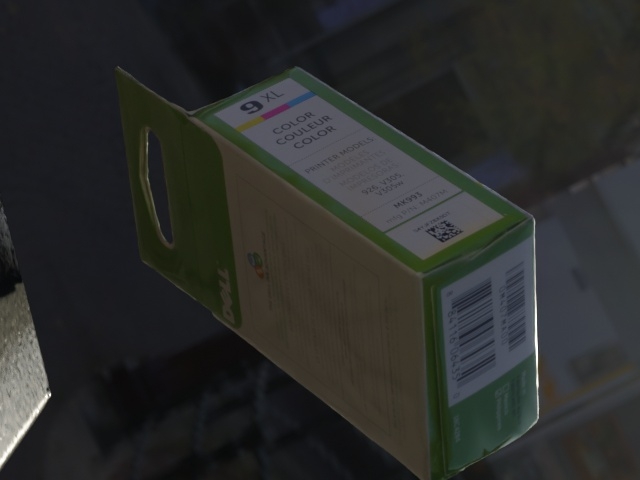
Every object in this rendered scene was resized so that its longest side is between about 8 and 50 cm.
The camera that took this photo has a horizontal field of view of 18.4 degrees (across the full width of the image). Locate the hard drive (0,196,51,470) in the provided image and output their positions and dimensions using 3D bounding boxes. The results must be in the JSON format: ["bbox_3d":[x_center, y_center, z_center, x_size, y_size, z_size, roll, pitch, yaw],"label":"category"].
[{"bbox_3d":[-0.130,0.037,0.708,0.135,0.022,0.094,-69,147,-75],"label":"hard drive"}]

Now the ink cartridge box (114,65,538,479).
[{"bbox_3d":[0.000,0.000,0.838,0.209,0.062,0.109,35,-38,41],"label":"ink cartridge box"}]
